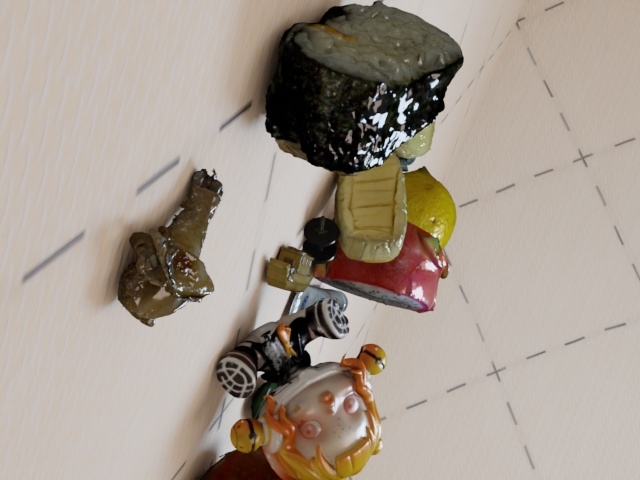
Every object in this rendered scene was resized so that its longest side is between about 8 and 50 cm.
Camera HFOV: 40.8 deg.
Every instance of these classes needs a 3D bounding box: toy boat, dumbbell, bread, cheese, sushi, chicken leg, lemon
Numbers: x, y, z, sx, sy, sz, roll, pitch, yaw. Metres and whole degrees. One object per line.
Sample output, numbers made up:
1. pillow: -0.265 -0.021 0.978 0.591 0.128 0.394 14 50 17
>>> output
1. toy boat: -0.053 0.050 1.540 0.200 0.057 0.077 23 85 -77
2. dumbbell: 0.000 0.000 1.643 0.147 0.069 0.069 96 21 -54
3. bread: 0.097 -0.069 1.682 0.106 0.140 0.236 97 -5 -60
4. cheese: 0.231 -0.287 2.056 0.123 0.094 0.167 -43 155 -36
5. sushi: 0.056 -0.212 1.190 0.350 0.211 0.171 -42 157 -52
6. chicken leg: -0.157 0.012 0.970 0.196 0.080 0.125 -53 149 -51
7. lemon: 0.209 -0.046 2.102 0.253 0.228 0.228 -49 160 -30
8. toy boat: -0.113 0.347 1.826 0.104 0.052 0.210 -60 167 -20

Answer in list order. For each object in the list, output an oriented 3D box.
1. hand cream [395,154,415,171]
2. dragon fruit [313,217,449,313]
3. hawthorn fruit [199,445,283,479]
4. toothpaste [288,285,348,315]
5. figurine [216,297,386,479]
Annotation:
1. hand cream: 0.202 -0.197 2.171 0.075 0.052 0.248 -27 -173 19
2. dragon fruit: 0.142 0.036 1.846 0.290 0.290 0.189 47 61 -77
3. hawthorn fruit: -0.109 0.536 1.604 0.316 0.316 0.316 23 90 -78
4. toothpaste: -0.010 0.140 1.892 0.100 0.066 0.323 -68 163 4
5. figurine: -0.018 0.291 1.511 0.320 0.323 0.196 -26 -178 -24
